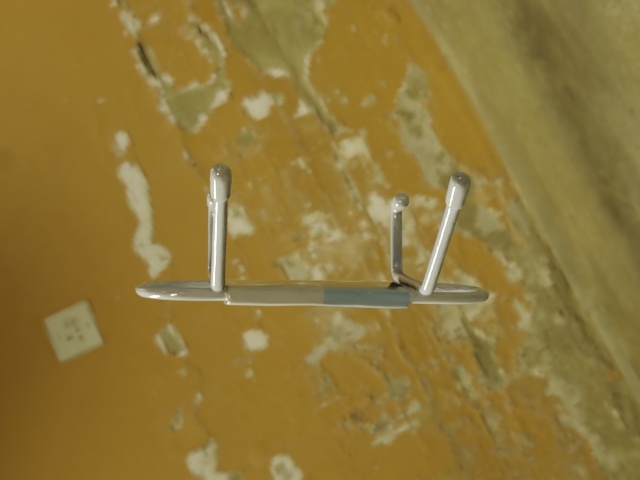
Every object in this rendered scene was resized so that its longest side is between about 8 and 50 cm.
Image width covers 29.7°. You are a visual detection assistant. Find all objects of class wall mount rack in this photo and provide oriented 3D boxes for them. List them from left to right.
[{"bbox_3d":[0.000,0.000,1.142,0.304,0.350,0.130,-171,81,-83],"label":"wall mount rack"}]
